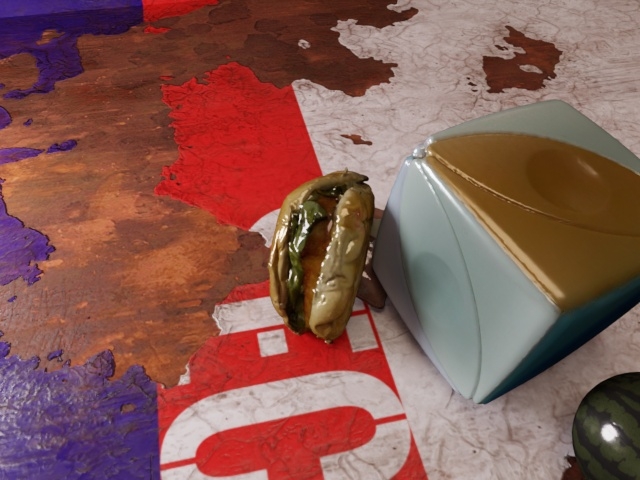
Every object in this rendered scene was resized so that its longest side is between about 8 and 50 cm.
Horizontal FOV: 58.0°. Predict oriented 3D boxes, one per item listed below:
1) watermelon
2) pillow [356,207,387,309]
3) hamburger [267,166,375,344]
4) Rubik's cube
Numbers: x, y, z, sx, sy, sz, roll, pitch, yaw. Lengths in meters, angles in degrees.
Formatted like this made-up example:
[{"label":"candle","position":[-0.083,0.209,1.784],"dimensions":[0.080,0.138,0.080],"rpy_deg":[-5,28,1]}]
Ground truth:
[{"label":"watermelon","position":[0.472,0.294,0.828],"dimensions":[0.212,0.212,0.212],"rpy_deg":[0,47,-1]},{"label":"pillow","position":[0.060,0.006,1.166],"dimensions":[0.236,0.084,0.223],"rpy_deg":[23,59,15]},{"label":"hamburger","position":[0.002,0.000,1.008],"dimensions":[0.162,0.209,0.330],"rpy_deg":[16,78,12]},{"label":"Rubik's cube","position":[0.325,0.016,0.958],"dimensions":[0.352,0.351,0.347],"rpy_deg":[-23,61,-22]}]
